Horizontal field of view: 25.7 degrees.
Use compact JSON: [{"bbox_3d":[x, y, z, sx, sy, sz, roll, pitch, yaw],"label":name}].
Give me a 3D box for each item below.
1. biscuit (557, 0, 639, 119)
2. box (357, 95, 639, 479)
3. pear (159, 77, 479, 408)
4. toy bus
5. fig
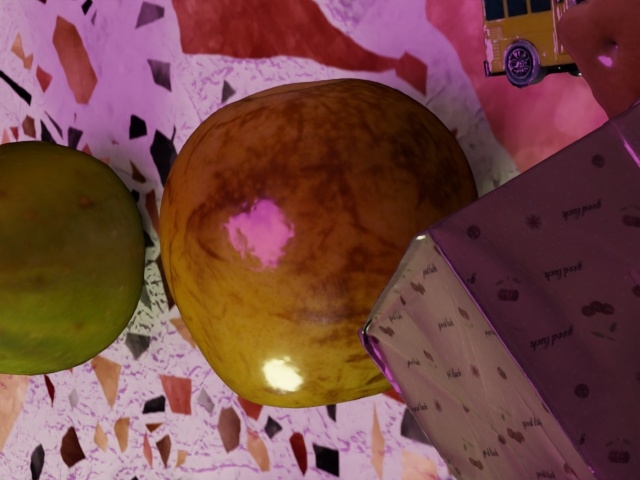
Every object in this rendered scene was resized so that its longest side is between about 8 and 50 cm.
[{"bbox_3d":[0.303,-0.051,0.887,0.217,0.044,0.325,-29,94,45],"label":"biscuit"},{"bbox_3d":[0.192,0.102,0.924,0.297,0.190,0.225,57,161,13],"label":"box"},{"bbox_3d":[0.000,0.000,1.149,0.281,0.281,0.280,11,105,47],"label":"pear"},{"bbox_3d":[0.204,-0.167,1.015,0.175,0.088,0.101,-1,98,49],"label":"toy bus"},{"bbox_3d":[-0.326,0.027,1.486,0.258,0.326,0.258,3,102,16],"label":"fig"}]
